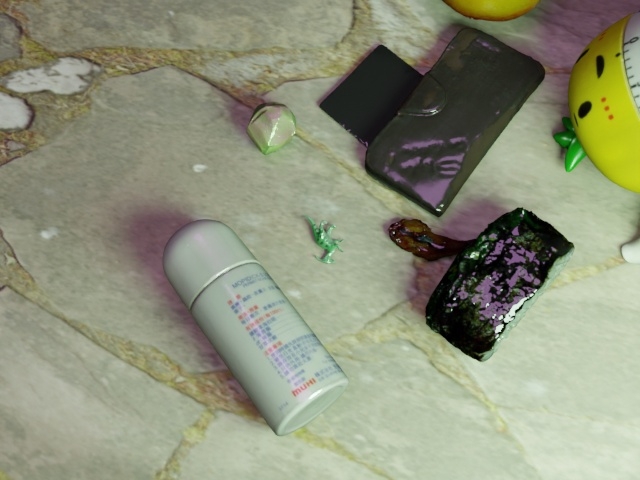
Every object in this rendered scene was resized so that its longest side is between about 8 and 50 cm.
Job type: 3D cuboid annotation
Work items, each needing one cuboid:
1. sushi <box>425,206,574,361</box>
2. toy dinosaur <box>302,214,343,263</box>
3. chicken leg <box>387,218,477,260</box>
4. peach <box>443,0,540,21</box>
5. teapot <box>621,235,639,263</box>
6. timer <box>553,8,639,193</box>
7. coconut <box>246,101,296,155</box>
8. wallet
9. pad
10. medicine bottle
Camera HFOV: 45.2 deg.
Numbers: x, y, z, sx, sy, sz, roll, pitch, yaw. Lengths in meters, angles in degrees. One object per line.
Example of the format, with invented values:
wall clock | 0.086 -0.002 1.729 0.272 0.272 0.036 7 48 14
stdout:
sushi | 0.249 0.058 1.090 0.127 0.124 0.225 40 83 17
toy dinosaur | 0.000 0.000 1.208 0.083 0.021 0.062 21 88 14
chicken leg | 0.174 0.001 1.176 0.145 0.037 0.062 19 59 15
peach | 0.274 -0.463 1.229 0.231 0.231 0.230 -3 70 8
teapot | 0.552 -0.011 1.090 0.227 0.092 0.145 -5 70 4
timer | 0.451 -0.181 1.108 0.286 0.285 0.285 -3 70 8
coconut | -0.079 -0.188 1.257 0.082 0.083 0.081 -27 74 -24
wallet | 0.212 -0.197 1.229 0.165 0.042 0.309 35 79 15
pad | 0.143 -0.197 1.264 0.265 0.009 0.159 42 81 18
medicine bottle | -0.109 0.111 1.125 0.130 0.130 0.341 -37 70 -5
